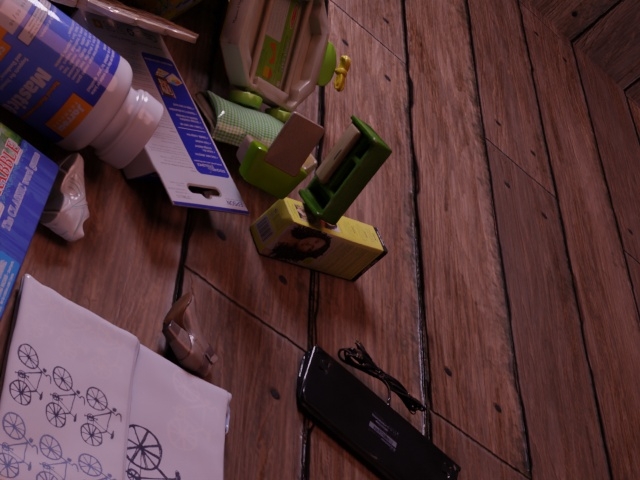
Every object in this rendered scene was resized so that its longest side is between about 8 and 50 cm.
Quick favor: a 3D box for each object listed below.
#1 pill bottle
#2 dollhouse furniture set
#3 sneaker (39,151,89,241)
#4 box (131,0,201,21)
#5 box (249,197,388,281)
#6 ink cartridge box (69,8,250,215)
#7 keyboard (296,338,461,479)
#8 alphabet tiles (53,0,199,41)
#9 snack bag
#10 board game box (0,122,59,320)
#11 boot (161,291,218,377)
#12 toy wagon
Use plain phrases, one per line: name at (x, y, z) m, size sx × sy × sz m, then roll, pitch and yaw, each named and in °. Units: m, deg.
pill bottle at (-0.352, -0.217, 1.829) m, size 0.272 × 0.152 × 0.152 m, roll 36°, pitch 31°, yaw -22°
dollhouse furniture set at (-0.055, -0.184, 2.126) m, size 0.197 × 0.151 × 0.301 m, roll 27°, pitch 15°, yaw -32°
sneaker at (-0.333, -0.056, 1.783) m, size 0.061 × 0.053 × 0.152 m, roll 51°, pitch 26°, yaw -35°
box at (-0.251, -0.550, 2.190) m, size 0.177 × 0.290 × 0.279 m, roll -40°, pitch 90°, yaw -30°
box at (0.000, 0.000, 2.160) m, size 0.232 × 0.087 × 0.058 m, roll 16°, pitch 41°, yaw -46°
ink cartridge box at (-0.250, -0.180, 2.032) m, size 0.175 × 0.069 × 0.371 m, roll 7°, pitch 48°, yaw -54°
keyboard at (0.091, 0.269, 2.025) m, size 0.317 × 0.033 × 0.201 m, roll 42°, pitch 35°, yaw -17°
alphabet tiles at (-0.324, -0.350, 2.027) m, size 0.284 × 0.021 × 0.278 m, roll 10°, pitch 15°, yaw -45°
snack bag at (-0.232, 0.227, 1.594) m, size 0.342 × 0.037 × 0.323 m, roll 35°, pitch 31°, yaw -28°
board game box at (-0.477, -0.075, 1.568) m, size 0.318 × 0.066 × 0.319 m, roll 38°, pitch 30°, yaw -22°
boot at (-0.170, 0.130, 1.806) m, size 0.087 × 0.042 × 0.118 m, roll 50°, pitch 28°, yaw -15°
toy wagon at (-0.055, -0.336, 2.344) m, size 0.344 × 0.068 × 0.267 m, roll 22°, pitch 82°, yaw -61°
